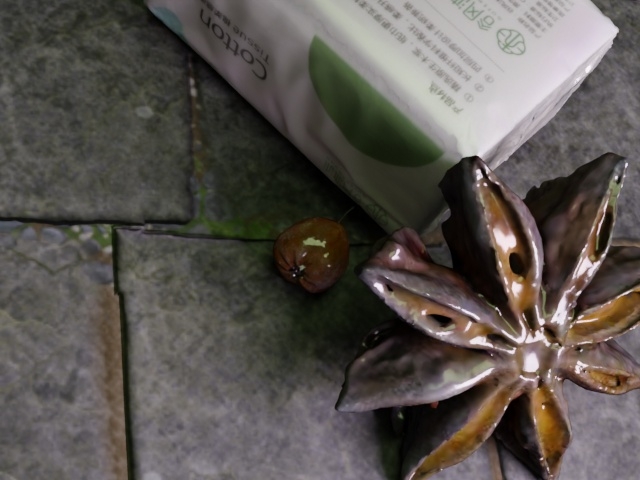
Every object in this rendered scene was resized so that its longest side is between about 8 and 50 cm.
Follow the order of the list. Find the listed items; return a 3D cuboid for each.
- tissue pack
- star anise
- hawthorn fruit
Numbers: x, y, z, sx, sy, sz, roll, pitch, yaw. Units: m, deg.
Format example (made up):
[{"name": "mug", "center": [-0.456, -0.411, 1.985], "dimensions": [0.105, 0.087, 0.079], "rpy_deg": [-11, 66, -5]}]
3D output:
[{"name": "tissue pack", "center": [0.053, -0.208, 1.146], "dimensions": [0.356, 0.194, 0.266], "rpy_deg": [44, 58, 8]}, {"name": "star anise", "center": [0.152, 0.066, 1.022], "dimensions": [0.331, 0.332, 0.117], "rpy_deg": [-8, 25, -24]}, {"name": "hawthorn fruit", "center": [0.000, 0.000, 1.098], "dimensions": [0.066, 0.067, 0.103], "rpy_deg": [34, 44, -1]}]
